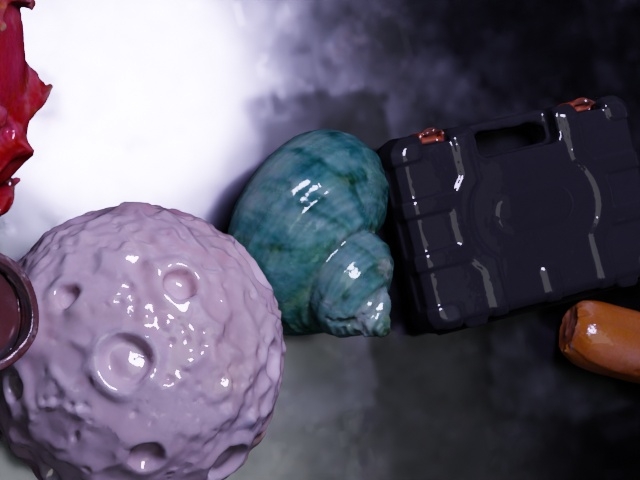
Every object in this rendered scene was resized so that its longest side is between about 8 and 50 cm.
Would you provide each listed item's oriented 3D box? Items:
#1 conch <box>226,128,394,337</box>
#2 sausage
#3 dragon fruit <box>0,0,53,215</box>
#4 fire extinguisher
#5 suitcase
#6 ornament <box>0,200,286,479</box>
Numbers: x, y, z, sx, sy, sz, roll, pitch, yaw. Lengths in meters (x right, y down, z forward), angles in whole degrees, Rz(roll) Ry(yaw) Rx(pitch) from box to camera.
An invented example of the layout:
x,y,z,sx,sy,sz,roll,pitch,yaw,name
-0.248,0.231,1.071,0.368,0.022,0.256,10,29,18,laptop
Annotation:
x,y,z,sx,sy,sz,roll,pitch,yaw,name
0.002,0.002,1.186,0.196,0.134,0.202,-29,92,-9,conch
0.344,0.115,1.334,0.197,0.076,0.076,15,80,-19,sausage
-0.359,-0.092,0.956,0.249,0.386,0.371,49,54,-21,dragon fruit
-0.321,0.078,0.999,0.104,0.269,0.105,10,74,-36,fire extinguisher
0.207,-0.029,1.303,0.285,0.066,0.206,-13,89,-20,suitcase
-0.162,0.096,1.055,0.225,0.259,0.259,21,77,-40,ornament
